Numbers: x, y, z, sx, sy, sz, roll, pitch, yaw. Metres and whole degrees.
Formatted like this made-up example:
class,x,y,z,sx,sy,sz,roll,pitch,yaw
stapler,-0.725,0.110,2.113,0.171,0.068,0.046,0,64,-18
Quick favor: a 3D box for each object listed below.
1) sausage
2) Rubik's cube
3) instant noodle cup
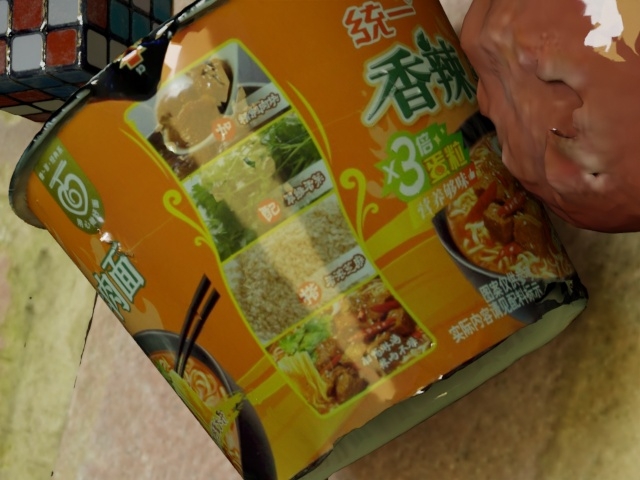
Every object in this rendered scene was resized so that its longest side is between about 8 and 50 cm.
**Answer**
class,x,y,z,sx,sy,sz,roll,pitch,yaw
sausage,0.199,-0.091,0.644,0.279,0.152,0.152,-14,74,-6
Rubik's cube,-0.142,-0.121,0.861,0.092,0.092,0.092,-5,79,24
instant noodle cup,0.000,0.000,0.717,0.230,0.230,0.182,-35,79,16
